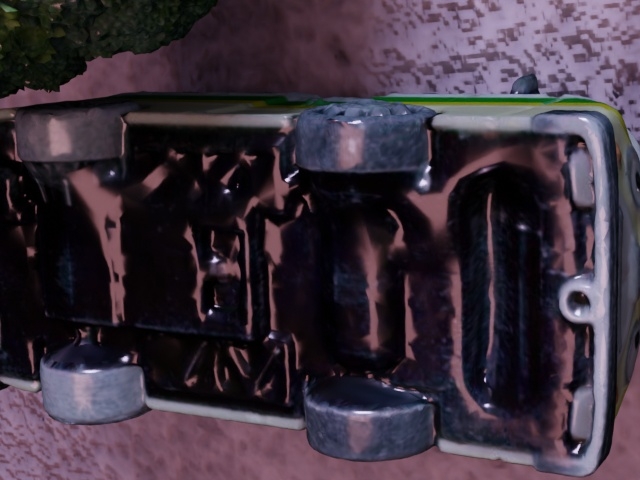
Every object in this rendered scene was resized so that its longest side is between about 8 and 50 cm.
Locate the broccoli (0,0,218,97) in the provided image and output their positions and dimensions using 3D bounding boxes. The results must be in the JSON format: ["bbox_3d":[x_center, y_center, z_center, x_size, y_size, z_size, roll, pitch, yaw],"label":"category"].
[{"bbox_3d":[-0.121,-0.180,0.467,0.245,0.294,0.265,34,81,-19],"label":"broccoli"}]

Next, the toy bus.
[{"bbox_3d":[0.000,0.000,0.515,0.276,0.165,0.133,4,103,27],"label":"toy bus"}]
